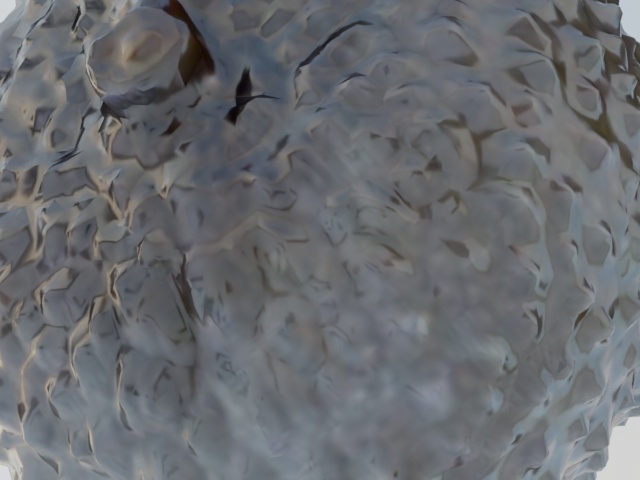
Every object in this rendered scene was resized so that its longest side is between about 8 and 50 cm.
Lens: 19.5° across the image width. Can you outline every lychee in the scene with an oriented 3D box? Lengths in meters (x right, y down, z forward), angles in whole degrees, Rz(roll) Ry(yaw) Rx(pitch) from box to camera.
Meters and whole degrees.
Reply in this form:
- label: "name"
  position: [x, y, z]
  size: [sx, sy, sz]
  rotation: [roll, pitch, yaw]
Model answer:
- label: "lychee"
  position: [-0.005, 0.002, 0.689]
  size: [0.300, 0.300, 0.300]
  rotation: [5, -52, 7]
